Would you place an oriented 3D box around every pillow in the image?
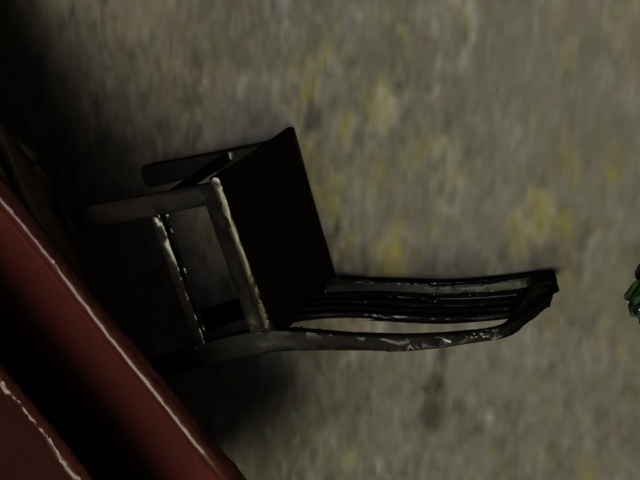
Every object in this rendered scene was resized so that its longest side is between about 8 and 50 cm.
[{"bbox_3d":[-0.182,-0.065,0.733,0.232,0.043,0.126,65,159,-6],"label":"pillow"}]

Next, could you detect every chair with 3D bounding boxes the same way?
[{"bbox_3d":[0.000,0.000,0.684,0.212,0.084,0.101,-11,106,27],"label":"chair"}]

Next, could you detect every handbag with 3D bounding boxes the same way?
[{"bbox_3d":[-0.182,0.085,0.737,0.260,0.084,0.275,51,145,-7],"label":"handbag"}]

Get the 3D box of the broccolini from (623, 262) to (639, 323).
[{"bbox_3d":[0.196,-0.038,0.602,0.068,0.091,0.202,13,105,-26],"label":"broccolini"}]
